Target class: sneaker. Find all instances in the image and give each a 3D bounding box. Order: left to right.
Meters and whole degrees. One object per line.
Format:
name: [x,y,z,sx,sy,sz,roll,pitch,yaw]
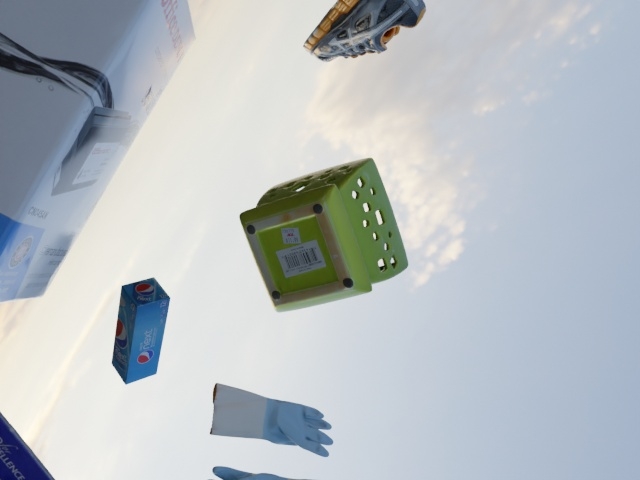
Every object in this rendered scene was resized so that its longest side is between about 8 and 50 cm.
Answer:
sneaker: [0.046,-0.248,0.856,0.084,0.083,0.215,-56,-168,-14]

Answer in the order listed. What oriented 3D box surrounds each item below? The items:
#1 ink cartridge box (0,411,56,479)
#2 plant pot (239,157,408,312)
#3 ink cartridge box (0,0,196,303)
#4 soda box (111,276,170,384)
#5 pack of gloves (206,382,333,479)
ink cartridge box: [-0.304,0.247,0.455,0.371,0.175,0.069,-30,-167,13]
plant pot: [0.000,0.000,1.319,0.228,0.227,0.207,-15,-170,26]
ink cartridge box: [-0.306,-0.140,0.801,0.394,0.166,0.285,-61,-175,-5]
soda box: [-0.349,0.176,1.422,0.067,0.071,0.210,43,-49,34]
pack of gloves: [-0.080,0.345,1.150,0.046,0.232,0.195,-34,-136,47]
